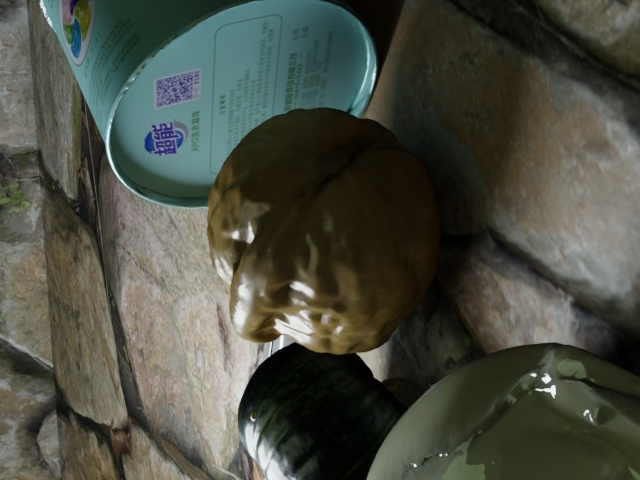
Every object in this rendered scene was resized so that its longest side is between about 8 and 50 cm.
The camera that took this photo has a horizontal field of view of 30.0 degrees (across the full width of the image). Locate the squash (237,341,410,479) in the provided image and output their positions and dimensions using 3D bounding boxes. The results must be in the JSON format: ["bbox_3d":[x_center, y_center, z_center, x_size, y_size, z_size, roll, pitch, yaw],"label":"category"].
[{"bbox_3d":[0.015,0.203,1.227,0.172,0.218,0.218,-46,50,15],"label":"squash"}]

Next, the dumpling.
[{"bbox_3d":[0.193,0.225,0.912,0.315,0.233,0.395,37,138,7],"label":"dumpling"}]

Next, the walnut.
[{"bbox_3d":[0.000,0.000,1.143,0.224,0.257,0.257,33,138,14],"label":"walnut"}]

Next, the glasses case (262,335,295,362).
[{"bbox_3d":[-0.020,0.142,1.388,0.059,0.092,0.234,-127,37,-46],"label":"glasses case"}]

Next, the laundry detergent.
[{"bbox_3d":[-0.131,-0.238,1.232,0.305,0.287,0.287,61,150,32],"label":"laundry detergent"}]
